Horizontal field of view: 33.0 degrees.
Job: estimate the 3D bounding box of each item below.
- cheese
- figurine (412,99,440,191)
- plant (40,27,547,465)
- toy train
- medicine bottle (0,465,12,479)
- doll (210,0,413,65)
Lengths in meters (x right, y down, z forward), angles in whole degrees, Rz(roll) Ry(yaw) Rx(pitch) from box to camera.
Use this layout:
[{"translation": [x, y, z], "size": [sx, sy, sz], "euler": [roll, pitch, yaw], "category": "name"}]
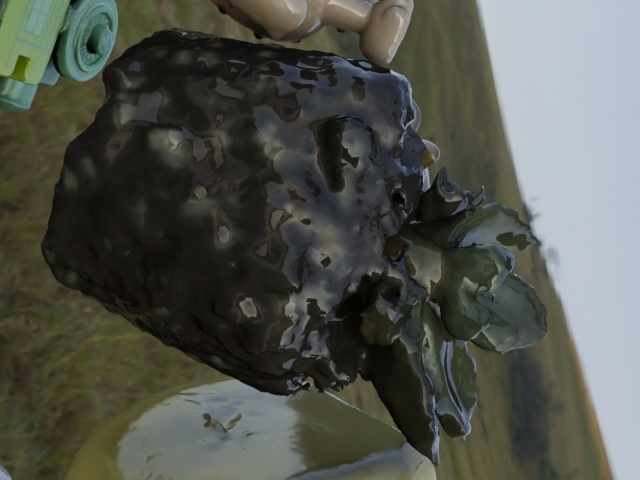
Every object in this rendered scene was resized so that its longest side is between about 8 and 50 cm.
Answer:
[{"translation": [-0.076, 0.209, 0.937], "size": [0.259, 0.316, 0.128], "euler": [18, -68, 48], "category": "cheese"}, {"translation": [0.102, -0.006, 1.112], "size": [0.177, 0.173, 0.247], "euler": [-26, 130, -52], "category": "figurine"}, {"translation": [0.000, 0.000, 0.714], "size": [0.215, 0.312, 0.213], "euler": [-62, 165, -14], "category": "plant"}, {"translation": [-0.290, -0.352, 1.110], "size": [0.272, 0.179, 0.442], "euler": [3, 108, -78], "category": "toy train"}, {"translation": [-0.380, 0.183, 0.865], "size": [0.254, 0.152, 0.152], "euler": [45, 23, -40], "category": "medicine bottle"}, {"translation": [-0.067, -0.203, 0.714], "size": [0.154, 0.278, 0.119], "euler": [-93, -155, -50], "category": "doll"}]
